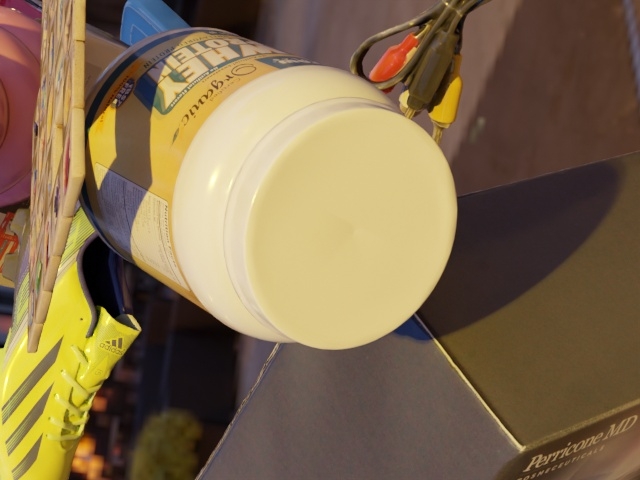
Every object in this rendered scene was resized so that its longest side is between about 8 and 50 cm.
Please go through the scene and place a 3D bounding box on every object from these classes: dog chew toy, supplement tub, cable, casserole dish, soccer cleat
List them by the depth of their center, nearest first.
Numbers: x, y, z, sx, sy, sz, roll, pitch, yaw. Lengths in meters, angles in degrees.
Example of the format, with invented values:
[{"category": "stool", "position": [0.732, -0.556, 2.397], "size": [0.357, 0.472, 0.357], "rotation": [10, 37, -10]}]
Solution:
[{"category": "supplement tub", "position": [-0.033, -0.030, 0.894], "size": [0.199, 0.144, 0.144], "rotation": [26, 109, 55]}, {"category": "soccer cleat", "position": [-0.219, 0.103, 1.460], "size": [0.093, 0.121, 0.289], "rotation": [-11, -71, -73]}, {"category": "dog chew toy", "position": [-0.340, -0.124, 1.597], "size": [0.332, 0.206, 0.207], "rotation": [-85, 4, -84]}, {"category": "cable", "position": [0.135, -0.245, 1.862], "size": [0.287, 0.139, 0.072], "rotation": [-61, 5, 22]}, {"category": "casserole dish", "position": [-0.223, -0.266, 2.318], "size": [0.188, 0.037, 0.114], "rotation": [44, 139, 32]}]

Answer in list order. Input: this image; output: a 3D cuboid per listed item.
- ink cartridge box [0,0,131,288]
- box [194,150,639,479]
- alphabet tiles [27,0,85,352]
[{"category": "ink cartridge box", "position": [-0.349, -0.113, 1.912], "size": [0.309, 0.130, 0.272], "rotation": [-60, -29, 5]}, {"category": "box", "position": [0.108, 0.120, 1.097], "size": [0.183, 0.296, 0.294], "rotation": [51, 134, 25]}, {"category": "alphabet tiles", "position": [-0.145, -0.086, 0.926], "size": [0.198, 0.009, 0.237], "rotation": [118, 153, -57]}]
